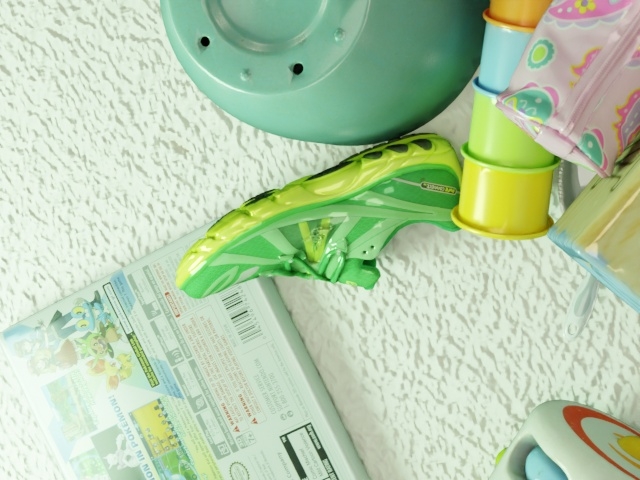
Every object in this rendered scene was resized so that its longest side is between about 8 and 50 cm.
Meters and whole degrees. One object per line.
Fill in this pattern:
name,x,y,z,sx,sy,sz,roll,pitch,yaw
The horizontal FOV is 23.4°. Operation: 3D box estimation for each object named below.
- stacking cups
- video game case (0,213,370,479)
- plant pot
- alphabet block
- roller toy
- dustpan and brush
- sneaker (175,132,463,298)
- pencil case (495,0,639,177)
stacking cups,0.170,-0.162,1.349,0.096,0.096,0.316,9,112,17
video game case,-0.139,0.180,1.574,0.300,0.036,0.329,-27,89,19
plant pot,-0.010,-0.221,1.375,0.293,0.235,0.293,3,98,18
alphabet block,0.329,-0.016,1.279,0.192,0.193,0.197,39,94,-3
roller toy,0.249,0.238,1.370,0.209,0.191,0.146,33,105,12
dustpan and brush,0.267,-0.009,1.402,0.147,0.060,0.211,23,104,14
sneaker,0.000,0.000,1.452,0.295,0.109,0.123,-22,97,9
pencil case,0.261,-0.193,1.249,0.124,0.124,0.284,36,99,11
